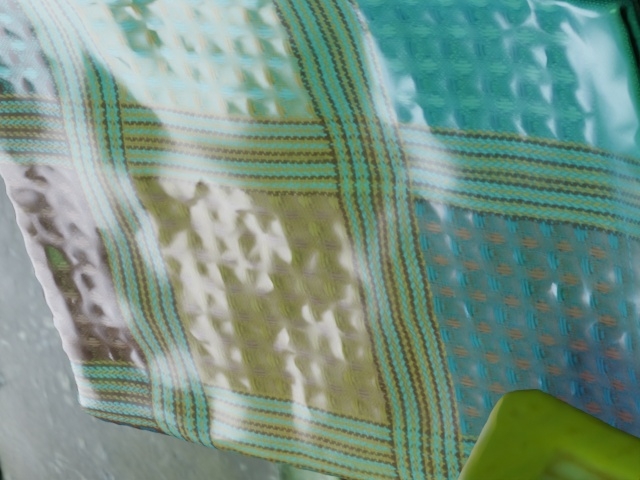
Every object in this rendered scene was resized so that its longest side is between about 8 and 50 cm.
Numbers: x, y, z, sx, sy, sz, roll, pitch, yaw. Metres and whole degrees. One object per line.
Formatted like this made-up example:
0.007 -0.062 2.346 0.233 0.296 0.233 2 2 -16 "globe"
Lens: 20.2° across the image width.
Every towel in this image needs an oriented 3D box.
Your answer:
0.000 0.000 0.770 0.370 0.040 0.271 6 124 36 "towel"

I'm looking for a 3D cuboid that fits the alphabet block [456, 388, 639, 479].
0.108 0.207 0.687 0.193 0.192 0.197 24 152 12 "alphabet block"
